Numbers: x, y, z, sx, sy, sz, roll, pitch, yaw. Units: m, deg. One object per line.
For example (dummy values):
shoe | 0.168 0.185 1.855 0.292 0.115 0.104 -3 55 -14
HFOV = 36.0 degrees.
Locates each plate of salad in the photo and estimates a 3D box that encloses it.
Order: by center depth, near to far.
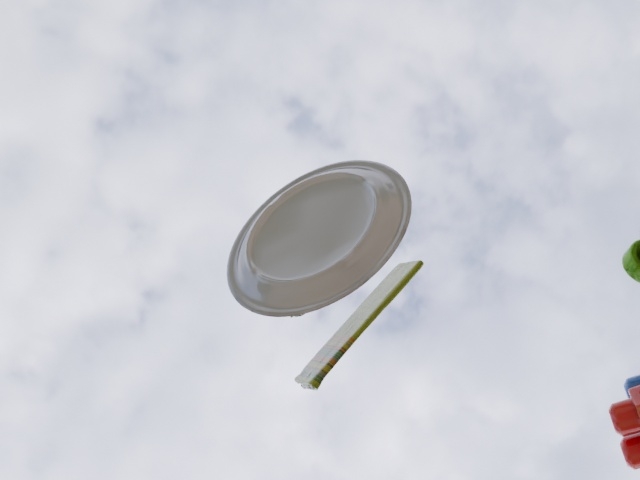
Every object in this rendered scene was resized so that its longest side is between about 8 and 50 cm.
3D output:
plate of salad | 0.000 0.000 0.956 0.200 0.048 0.199 -19 -139 18

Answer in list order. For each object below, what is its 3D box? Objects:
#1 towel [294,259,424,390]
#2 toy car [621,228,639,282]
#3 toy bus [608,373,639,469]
towel | 0.057 0.121 1.401 0.021 0.102 0.237 45 -103 -9
toy car | 0.436 0.046 1.061 0.149 0.155 0.188 4 -127 -15
toy bus | 0.329 0.133 0.724 0.212 0.149 0.220 -24 -74 10
